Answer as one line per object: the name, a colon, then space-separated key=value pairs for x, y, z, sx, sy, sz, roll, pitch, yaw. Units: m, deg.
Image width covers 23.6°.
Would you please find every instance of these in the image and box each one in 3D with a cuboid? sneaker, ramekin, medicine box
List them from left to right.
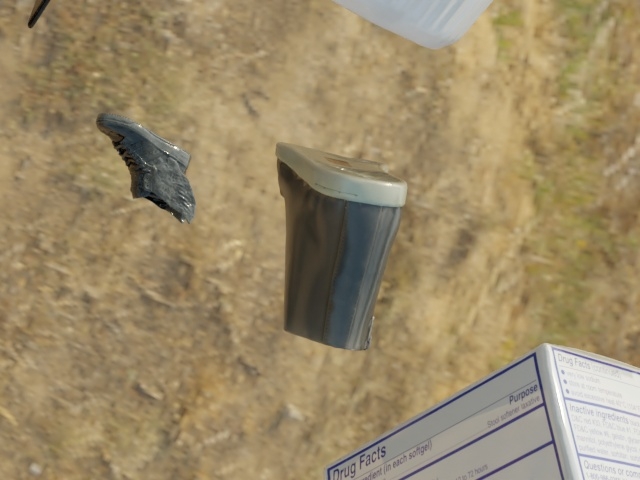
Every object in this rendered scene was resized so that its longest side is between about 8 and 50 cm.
sneaker: x=-0.230 y=-0.094 z=2.009 sx=0.170 sy=0.051 sz=0.089 roll=27 pitch=73 yaw=-28
sneaker: x=0.000 y=0.000 z=1.053 sx=0.083 sy=0.222 sz=0.118 roll=12 pitch=97 yaw=-6
ramekin: x=0.043 y=-0.273 z=1.334 sx=0.273 sy=0.273 sz=0.127 roll=18 pitch=109 yaw=-45
medicine box: x=0.157 y=0.269 z=1.206 sx=0.149 sy=0.263 sz=0.289 roll=17 pitch=51 yaw=-39

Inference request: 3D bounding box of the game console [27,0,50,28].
game console: x=-0.184 y=-0.234 z=1.280 sx=0.107 sy=0.071 sz=0.122 roll=3 pitch=139 yaw=-45
